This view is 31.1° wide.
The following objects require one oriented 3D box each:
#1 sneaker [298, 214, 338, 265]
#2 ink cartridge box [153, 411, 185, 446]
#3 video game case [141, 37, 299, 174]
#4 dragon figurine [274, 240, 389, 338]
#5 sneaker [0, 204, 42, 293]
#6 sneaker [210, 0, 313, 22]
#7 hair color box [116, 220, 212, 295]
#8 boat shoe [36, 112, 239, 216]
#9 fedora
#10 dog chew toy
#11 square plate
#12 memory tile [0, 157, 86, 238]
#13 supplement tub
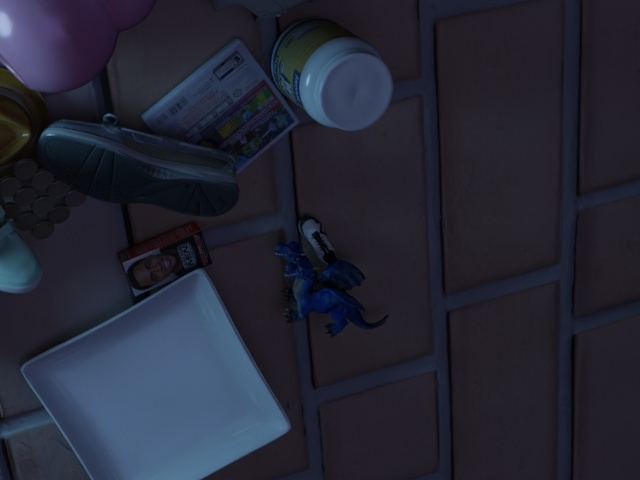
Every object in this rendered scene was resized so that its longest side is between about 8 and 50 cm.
[{"bbox_3d":[0.000,0.000,2.012,0.040,0.044,0.109,-37,121,-2],"label":"sneaker"},{"bbox_3d":[-0.236,0.355,2.067,0.088,0.052,0.122,-48,123,3],"label":"ink cartridge box"},{"bbox_3d":[-0.159,-0.197,1.862,0.201,0.023,0.183,-40,123,-3],"label":"video game case"},{"bbox_3d":[0.029,0.094,2.009,0.289,0.085,0.144,22,136,-24],"label":"dragon figurine"},{"bbox_3d":[-0.488,-0.033,1.653,0.256,0.151,0.094,45,52,-11],"label":"sneaker"},{"bbox_3d":[-0.055,-0.395,1.785,0.262,0.099,0.121,4,123,-21],"label":"sneaker"},{"bbox_3d":[-0.259,0.030,1.911,0.141,0.043,0.072,-24,122,-12],"label":"hair color box"},{"bbox_3d":[-0.279,-0.125,1.783,0.320,0.103,0.118,12,137,-20],"label":"boat shoe"},{"bbox_3d":[-0.491,-0.161,1.697,0.194,0.079,0.194,-10,117,-20],"label":"fedora"},{"bbox_3d":[-0.324,-0.363,1.615,0.332,0.206,0.207,-44,123,-9],"label":"dog chew toy"},{"bbox_3d":[-0.275,0.265,1.968,0.347,0.049,0.344,-28,109,-3],"label":"square plate"},{"bbox_3d":[-0.443,-0.063,1.774,0.113,0.012,0.148,-45,142,8],"label":"memory tile"},{"bbox_3d":[0.018,-0.261,1.805,0.144,0.200,0.144,-9,116,-20],"label":"supplement tub"}]
